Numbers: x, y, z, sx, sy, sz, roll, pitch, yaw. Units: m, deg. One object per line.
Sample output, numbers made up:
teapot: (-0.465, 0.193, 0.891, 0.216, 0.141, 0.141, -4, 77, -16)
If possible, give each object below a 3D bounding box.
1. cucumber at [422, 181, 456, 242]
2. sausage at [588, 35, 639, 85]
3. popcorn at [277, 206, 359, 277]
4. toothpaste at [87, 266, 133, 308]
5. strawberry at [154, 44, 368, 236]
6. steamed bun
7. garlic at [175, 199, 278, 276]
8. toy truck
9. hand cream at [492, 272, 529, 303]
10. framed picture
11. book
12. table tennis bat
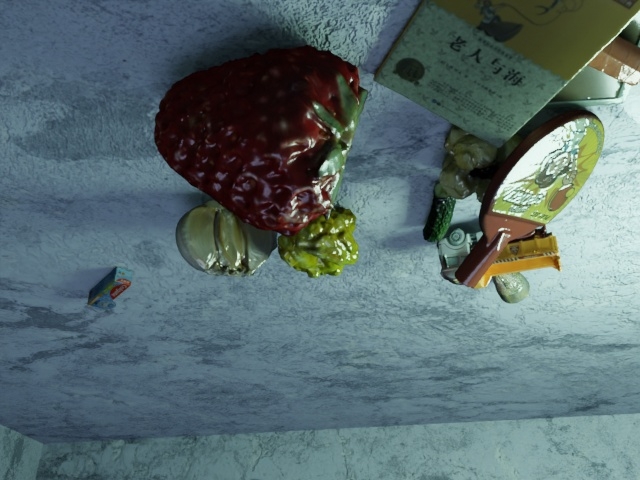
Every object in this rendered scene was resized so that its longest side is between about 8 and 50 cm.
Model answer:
cucumber: (0.269, -0.062, 1.527, 0.058, 0.058, 0.187, 1, 149, 0)
sausage: (0.470, -0.295, 1.095, 0.169, 0.065, 0.065, 18, 145, -23)
popcorn: (-0.002, -0.004, 1.542, 0.198, 0.155, 0.197, -3, 159, -1)
toothpaste: (-0.577, 0.136, 1.897, 0.070, 0.044, 0.193, 22, 144, -32)
strawberry: (-0.115, -0.188, 1.139, 0.345, 0.317, 0.295, 16, 180, 6)
steamed bun: (0.332, -0.143, 1.342, 0.192, 0.106, 0.177, 2, 150, -4)
garlic: (-0.223, 0.003, 1.549, 0.229, 0.178, 0.143, 2, 167, -31)
toy truck: (0.414, 0.033, 1.589, 0.271, 0.135, 0.114, -10, 158, 19)
hand cream: (0.461, 0.081, 1.744, 0.084, 0.084, 0.203, -19, 136, 30)
framed picture: (0.393, -0.305, 1.158, 0.296, 0.019, 0.232, -3, 149, 5)
book: (0.277, -0.315, 1.065, 0.269, 0.032, 0.389, 26, 146, -7)
table tennis bat: (0.398, -0.076, 1.336, 0.268, 0.051, 0.414, 8, 123, -43)
